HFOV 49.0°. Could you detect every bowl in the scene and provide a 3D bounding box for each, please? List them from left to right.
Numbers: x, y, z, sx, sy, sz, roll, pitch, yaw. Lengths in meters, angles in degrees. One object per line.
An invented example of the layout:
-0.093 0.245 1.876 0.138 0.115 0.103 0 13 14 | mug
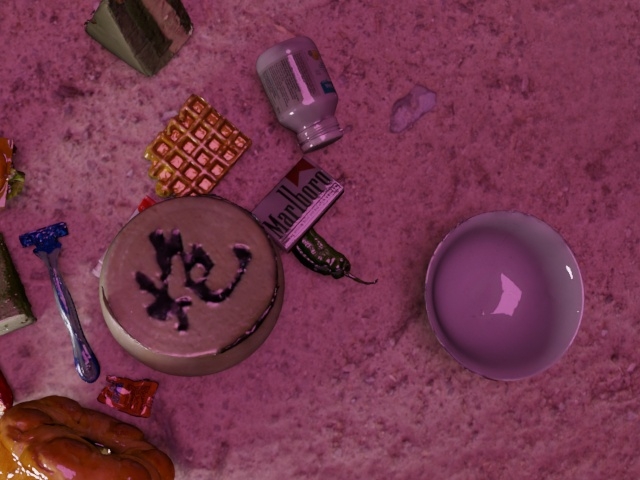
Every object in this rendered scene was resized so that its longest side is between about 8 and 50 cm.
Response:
0.361 0.114 1.475 0.345 0.157 0.346 1 86 -9 | bowl

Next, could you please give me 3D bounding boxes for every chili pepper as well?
-0.640 0.260 1.349 0.050 0.059 0.268 -25 87 -49 | chili pepper
-0.001 0.000 1.461 0.122 0.065 0.279 -33 79 7 | chili pepper

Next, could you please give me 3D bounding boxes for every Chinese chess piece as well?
-0.241 0.082 1.337 0.349 0.146 0.350 2 67 -5 | Chinese chess piece

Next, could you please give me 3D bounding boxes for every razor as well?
-0.500 0.128 1.379 0.093 0.056 0.324 -18 89 -12 | razor

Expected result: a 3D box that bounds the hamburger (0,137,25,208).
-0.664 -0.132 1.350 0.189 0.093 0.164 19 85 -6 | hamburger

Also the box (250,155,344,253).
-0.050 -0.074 1.432 0.115 0.036 0.177 40 80 11 | box

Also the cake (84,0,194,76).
-0.329 -0.428 1.348 0.172 0.283 0.158 39 80 -22 | cake

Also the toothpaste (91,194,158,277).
-0.393 -0.005 1.420 0.048 0.031 0.190 37 78 -2 | toothpaste

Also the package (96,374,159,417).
-0.381 0.305 1.395 0.110 0.033 0.077 20 73 -12 | package

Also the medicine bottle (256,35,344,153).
-0.036 -0.296 1.450 0.135 0.135 0.215 -24 90 -11 | medicine bottle

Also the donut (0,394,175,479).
-0.425 0.404 1.261 0.317 0.299 0.150 27 93 26 | donut

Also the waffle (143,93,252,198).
-0.267 -0.174 1.442 0.160 0.055 0.211 41 81 -5 | waffle

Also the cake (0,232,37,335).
-0.638 0.065 1.338 0.100 0.099 0.235 -22 89 -13 | cake
